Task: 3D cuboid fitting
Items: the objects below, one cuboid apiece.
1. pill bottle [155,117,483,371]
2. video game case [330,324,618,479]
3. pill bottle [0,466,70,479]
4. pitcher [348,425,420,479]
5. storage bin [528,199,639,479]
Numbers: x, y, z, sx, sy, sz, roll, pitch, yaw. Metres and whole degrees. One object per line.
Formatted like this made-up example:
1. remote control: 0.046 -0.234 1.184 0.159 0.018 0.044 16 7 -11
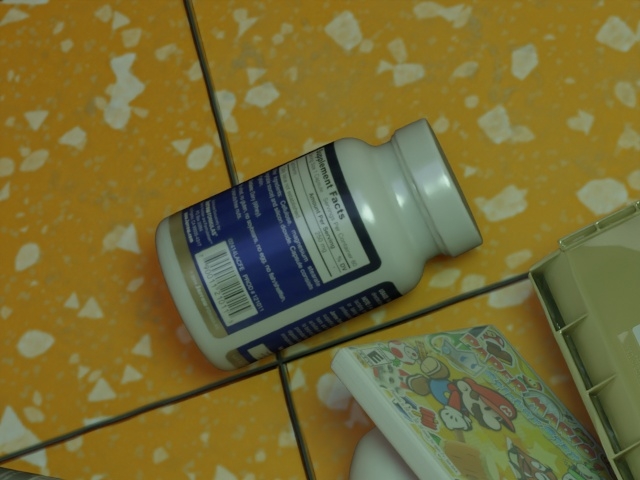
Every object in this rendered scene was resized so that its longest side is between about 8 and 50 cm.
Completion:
1. pill bottle: 0.000 0.000 1.662 0.265 0.153 0.153 -24 63 6
2. video game case: 0.143 0.163 1.532 0.227 0.206 0.026 50 124 28
3. pill bottle: -0.330 0.272 1.644 0.283 0.161 0.161 8 70 21
4. pitcher: 0.123 0.248 1.547 0.178 0.125 0.207 -5 57 -24
5. storage bin: 0.342 0.085 1.526 0.260 0.123 0.262 -27 63 12
